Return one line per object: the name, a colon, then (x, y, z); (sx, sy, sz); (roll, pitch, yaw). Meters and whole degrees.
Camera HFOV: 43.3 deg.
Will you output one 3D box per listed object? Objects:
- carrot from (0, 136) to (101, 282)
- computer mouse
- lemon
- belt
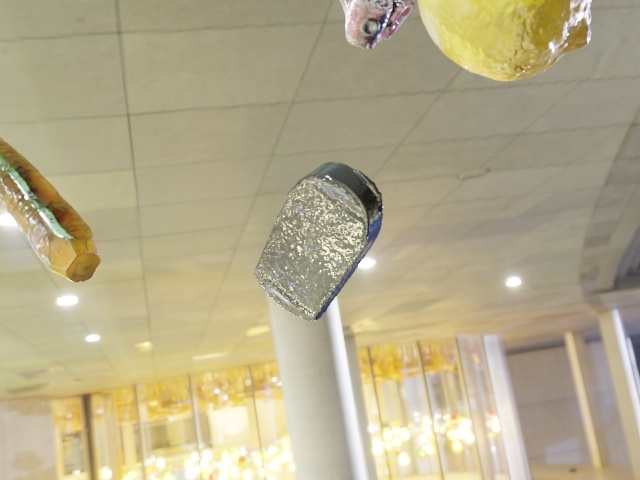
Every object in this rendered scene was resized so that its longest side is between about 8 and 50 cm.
carrot: (-0.358, -0.048, 0.987); (0.070, 0.260, 0.070); (-38, 154, -22)
computer mouse: (0.003, -0.002, 1.416); (0.087, 0.168, 0.295); (-20, 145, -60)
lemon: (0.212, -0.290, 0.939); (0.192, 0.231, 0.192); (-45, 166, -14)
belt: (0.037, -0.269, 0.811); (0.071, 0.232, 0.053); (20, 127, -31)
